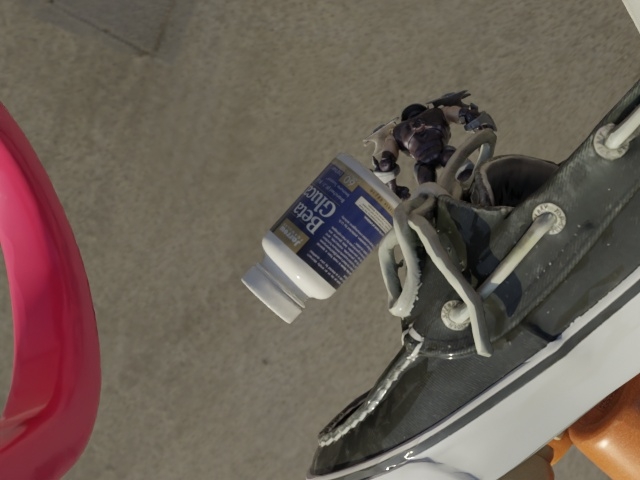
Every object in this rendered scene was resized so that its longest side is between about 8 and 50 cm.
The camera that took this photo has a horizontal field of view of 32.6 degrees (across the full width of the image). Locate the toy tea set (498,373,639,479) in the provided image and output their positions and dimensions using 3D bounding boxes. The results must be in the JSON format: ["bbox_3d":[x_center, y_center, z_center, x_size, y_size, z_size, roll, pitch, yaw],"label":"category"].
[{"bbox_3d":[0.216,0.117,0.812,0.124,0.336,0.200,34,121,-10],"label":"toy tea set"}]

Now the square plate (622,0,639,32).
[{"bbox_3d":[0.431,-0.191,0.939,0.344,0.347,0.049,63,155,6],"label":"square plate"}]

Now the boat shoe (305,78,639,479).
[{"bbox_3d":[0.080,0.009,0.420,0.105,0.113,0.306,48,127,2],"label":"boat shoe"}]

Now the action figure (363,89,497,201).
[{"bbox_3d":[0.156,-0.102,1.475,0.185,0.285,0.099,-35,126,15],"label":"action figure"}]

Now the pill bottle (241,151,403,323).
[{"bbox_3d":[0.000,0.000,1.121,0.094,0.094,0.169,42,89,6],"label":"pill bottle"}]

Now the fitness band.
[{"bbox_3d":[-0.166,0.016,0.444,0.054,0.291,0.209,-21,92,9],"label":"fitness band"}]
